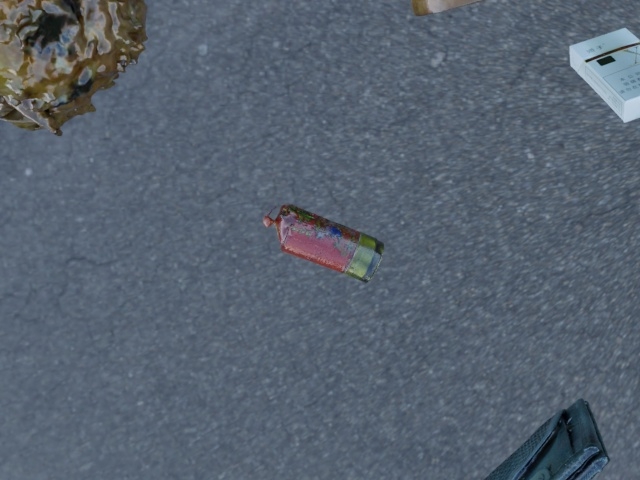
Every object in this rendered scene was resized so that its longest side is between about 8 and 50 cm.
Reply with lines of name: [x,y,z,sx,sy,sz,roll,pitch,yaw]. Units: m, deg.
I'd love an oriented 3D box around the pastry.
pastry: [-0.369,-0.304,0.959,0.337,0.405,0.292,45,126,-11]

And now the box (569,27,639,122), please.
box: [0.405,-0.222,1.063,0.084,0.040,0.154,-21,43,1]

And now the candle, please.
candle: [0.000,0.000,0.850,0.130,0.052,0.052,22,113,-5]

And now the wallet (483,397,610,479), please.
wallet: [0.136,0.164,0.535,0.026,0.088,0.129,38,106,0]

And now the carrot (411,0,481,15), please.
carrot: [0.059,-0.221,0.429,0.087,0.087,0.193,-18,101,33]
